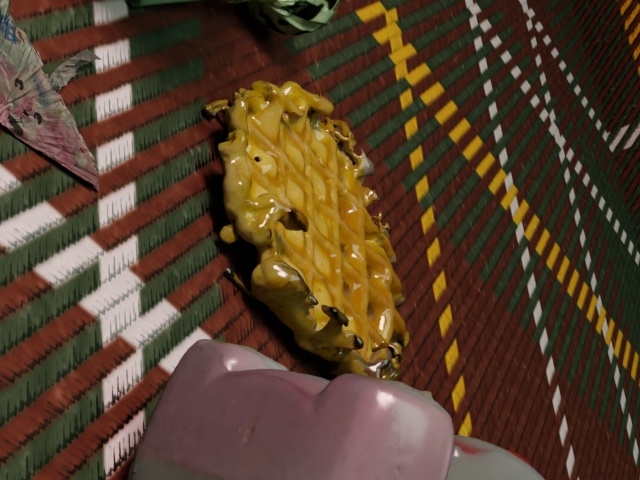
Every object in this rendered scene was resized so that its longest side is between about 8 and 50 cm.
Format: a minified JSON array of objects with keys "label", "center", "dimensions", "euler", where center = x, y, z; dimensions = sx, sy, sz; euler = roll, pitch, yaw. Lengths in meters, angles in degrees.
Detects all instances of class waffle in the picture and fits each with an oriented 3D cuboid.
[{"label":"waffle","center":[0.003,-0.001,1.170],"dimensions":[0.262,0.060,0.280],"euler":[68,19,-2]}]

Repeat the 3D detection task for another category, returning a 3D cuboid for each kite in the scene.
[{"label":"kite","center":[-0.162,-0.092,0.902],"dimensions":[0.139,0.011,0.156],"euler":[67,20,-16]}]

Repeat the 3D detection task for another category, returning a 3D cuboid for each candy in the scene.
[{"label":"candy","center":[-0.072,-0.201,1.194],"dimensions":[0.091,0.083,0.305],"euler":[32,23,17]}]

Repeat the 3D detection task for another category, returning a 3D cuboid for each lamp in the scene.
[{"label":"lamp","center":[0.031,0.208,0.853],"dimensions":[0.301,0.247,0.247],"euler":[40,65,-43]}]
